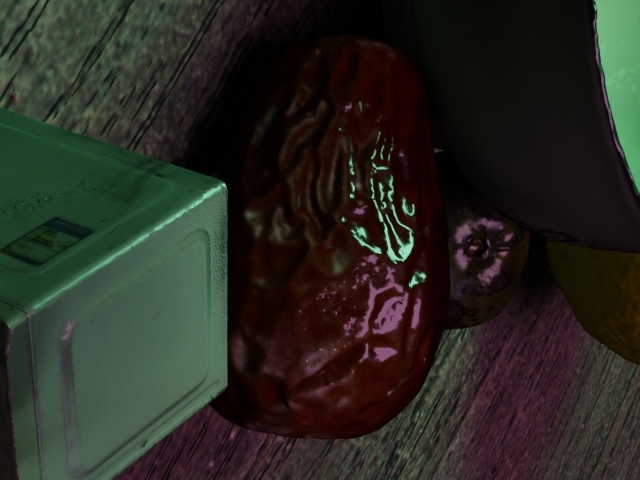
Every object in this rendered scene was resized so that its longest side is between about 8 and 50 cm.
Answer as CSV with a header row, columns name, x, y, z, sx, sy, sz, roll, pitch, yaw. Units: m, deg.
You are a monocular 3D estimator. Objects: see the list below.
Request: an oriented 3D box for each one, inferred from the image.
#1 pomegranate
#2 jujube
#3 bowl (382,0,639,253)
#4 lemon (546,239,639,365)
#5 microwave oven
name,x,y,z,sx,sy,sz,roll,pitch,yaw
pomegranate,0.107,-0.003,1.324,0.163,0.125,0.138,-11,104,-59
jujube,0.000,0.000,1.110,0.190,0.190,0.255,18,74,-62
bowl,0.162,-0.156,1.208,0.354,0.185,0.354,15,73,-62
lemon,0.336,-0.025,1.580,0.268,0.268,0.322,-44,126,-39
microwave oven,-0.163,0.027,0.779,0.163,0.205,0.129,-34,135,-47
